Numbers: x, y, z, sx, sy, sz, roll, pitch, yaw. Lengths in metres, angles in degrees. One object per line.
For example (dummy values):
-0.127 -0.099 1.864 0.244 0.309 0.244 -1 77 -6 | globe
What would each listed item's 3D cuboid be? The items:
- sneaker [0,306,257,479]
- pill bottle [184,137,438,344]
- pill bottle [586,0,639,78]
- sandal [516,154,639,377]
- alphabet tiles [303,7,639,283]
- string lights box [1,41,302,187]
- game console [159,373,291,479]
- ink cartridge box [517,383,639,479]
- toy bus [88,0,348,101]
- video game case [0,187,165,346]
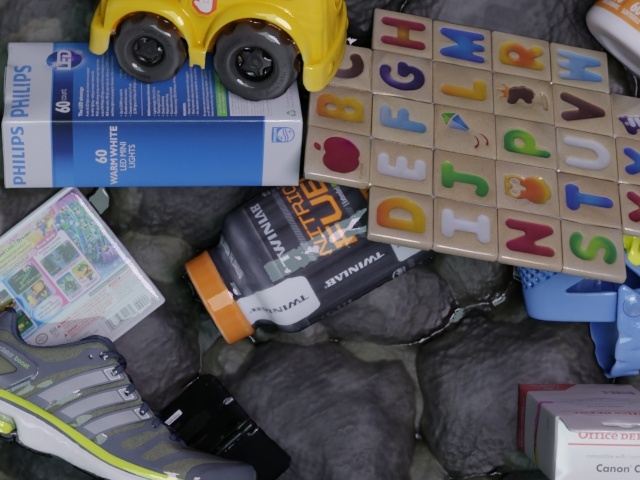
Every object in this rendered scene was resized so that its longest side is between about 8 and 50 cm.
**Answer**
-0.192 0.155 1.699 0.300 0.111 0.121 23 81 -4 | sneaker
0.000 0.000 1.715 0.246 0.130 0.130 -30 99 -2 | pill bottle
0.356 -0.248 1.728 0.121 0.121 0.216 40 91 -9 | pill bottle
0.234 0.020 1.750 0.317 0.126 0.138 36 96 -7 | sandal
0.155 -0.091 1.677 0.343 0.285 0.011 10 139 -7 | alphabet tiles
-0.151 -0.115 1.676 0.260 0.133 0.076 -1 128 -6 | string lights box
-0.111 0.208 1.787 0.122 0.071 0.107 -42 69 -1 | game console
0.258 0.183 1.729 0.115 0.198 0.067 1 96 -6 | ink cartridge box
-0.085 -0.247 1.618 0.220 0.149 0.211 8 128 7 | toy bus
-0.250 0.048 1.750 0.157 0.019 0.143 -38 99 0 | video game case
